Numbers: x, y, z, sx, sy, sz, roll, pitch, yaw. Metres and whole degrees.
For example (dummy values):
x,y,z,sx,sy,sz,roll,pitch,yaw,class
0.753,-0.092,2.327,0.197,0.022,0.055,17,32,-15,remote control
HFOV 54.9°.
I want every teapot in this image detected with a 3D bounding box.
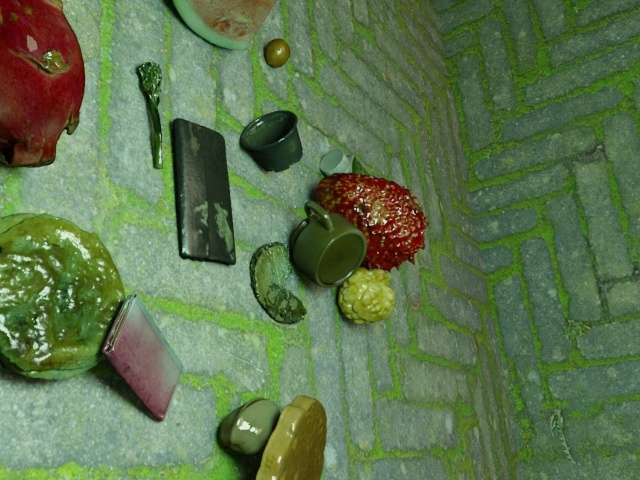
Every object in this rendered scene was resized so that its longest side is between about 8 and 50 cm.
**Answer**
x,y,z,sx,sy,sz,roll,pitch,yaw,class
0.000,0.000,1.626,0.186,0.175,0.267,-36,141,-23,teapot

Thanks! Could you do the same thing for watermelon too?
x,y,z,sx,sy,sz,roll,pitch,yaw,class
-0.225,-0.594,1.498,0.250,0.293,0.283,-56,130,-18,watermelon

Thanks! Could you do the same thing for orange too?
x,y,z,sx,sy,sz,roll,pitch,yaw,class
-0.125,-0.545,1.796,0.085,0.085,0.085,35,47,-48,orange

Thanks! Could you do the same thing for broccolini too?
x,y,z,sx,sy,sz,roll,pitch,yaw,class
-0.349,-0.266,1.305,0.054,0.051,0.239,138,-56,-73,broccolini

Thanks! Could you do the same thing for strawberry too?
x,y,z,sx,sy,sz,roll,pitch,yaw,class
0.146,-0.060,1.792,0.343,0.292,0.292,20,58,-48,strawberry

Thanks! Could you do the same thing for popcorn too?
x,y,z,sx,sy,sz,roll,pitch,yaw,class
0.135,0.158,1.775,0.180,0.180,0.170,50,20,-35,popcorn

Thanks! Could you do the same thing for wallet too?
x,y,z,sx,sy,sz,roll,pitch,yaw,class
-0.254,-0.107,1.378,0.170,0.044,0.321,17,61,-58,wallet
-0.302,0.210,1.074,0.232,0.025,0.119,75,20,-45,wallet

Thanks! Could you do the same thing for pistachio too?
x,y,z,sx,sy,sz,roll,pitch,yaw,class
-0.140,0.378,1.260,0.113,0.113,0.149,67,29,-11,pistachio

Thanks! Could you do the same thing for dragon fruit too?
x,y,z,sx,sy,sz,roll,pitch,yaw,class
-0.472,-0.269,0.917,0.250,0.250,0.314,15,70,-56,dragon fruit

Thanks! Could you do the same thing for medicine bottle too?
x,y,z,sx,sy,sz,roll,pitch,yaw,class
0.084,-0.198,1.954,0.188,0.088,0.132,43,41,-42,medicine bottle

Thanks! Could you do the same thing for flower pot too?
x,y,z,sx,sy,sz,roll,pitch,yaw,class
-0.114,-0.250,1.595,0.157,0.158,0.106,-77,150,-41,flower pot

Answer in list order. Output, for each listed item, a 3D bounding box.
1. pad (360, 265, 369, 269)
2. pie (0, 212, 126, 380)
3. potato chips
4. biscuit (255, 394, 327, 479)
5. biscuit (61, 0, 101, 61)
x,y,z,sx,sy,sz,roll,pitch,yaw,class
0.082,0.015,1.926,0.267,0.004,0.181,-3,78,-59,pad
-0.417,0.083,0.970,0.277,0.079,0.277,38,44,-48,pie
-0.102,0.113,1.547,0.219,0.029,0.202,62,32,-13,potato chips
-0.066,0.488,1.277,0.351,0.057,0.312,-63,153,-45,biscuit
-0.481,-0.410,1.174,0.152,0.020,0.152,33,50,-50,biscuit
